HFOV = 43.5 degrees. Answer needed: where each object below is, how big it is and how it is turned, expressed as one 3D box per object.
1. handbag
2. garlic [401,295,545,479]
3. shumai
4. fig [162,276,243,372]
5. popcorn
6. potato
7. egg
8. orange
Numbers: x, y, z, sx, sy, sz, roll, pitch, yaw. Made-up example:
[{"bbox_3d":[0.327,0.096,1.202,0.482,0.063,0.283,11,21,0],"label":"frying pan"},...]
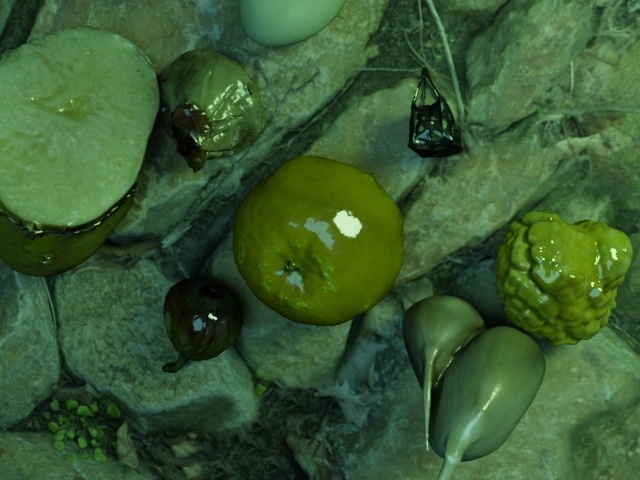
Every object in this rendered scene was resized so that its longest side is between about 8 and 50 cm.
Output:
[{"bbox_3d":[0.171,-0.203,1.258,0.072,0.115,0.139,-11,83,18],"label":"handbag"},{"bbox_3d":[0.195,0.208,1.218,0.231,0.340,0.246,39,111,10],"label":"garlic"},{"bbox_3d":[-0.205,-0.217,1.347,0.201,0.120,0.201,5,107,16],"label":"shumai"},{"bbox_3d":[-0.238,0.178,1.455,0.149,0.149,0.245,35,122,6],"label":"fig"},{"bbox_3d":[0.371,0.051,1.205,0.203,0.200,0.226,-21,99,26],"label":"popcorn"},{"bbox_3d":[-0.460,-0.134,1.400,0.290,0.296,0.397,10,68,-19],"label":"potato"},{"bbox_3d":[-0.041,-0.388,1.242,0.209,0.151,0.151,-41,90,29],"label":"egg"},{"bbox_3d":[0.000,0.000,1.283,0.279,0.235,0.279,10,120,18],"label":"orange"}]
